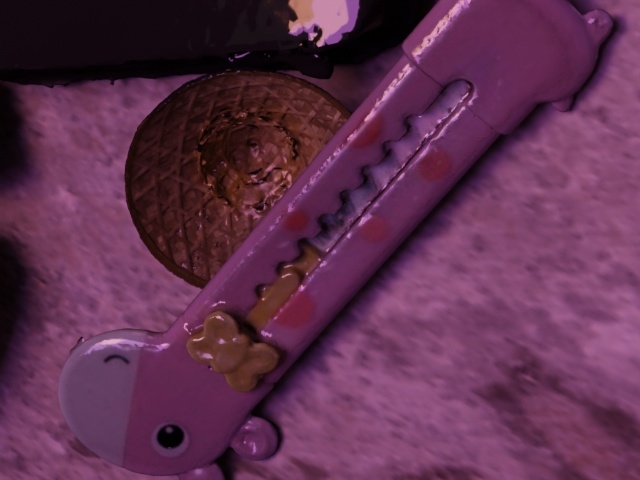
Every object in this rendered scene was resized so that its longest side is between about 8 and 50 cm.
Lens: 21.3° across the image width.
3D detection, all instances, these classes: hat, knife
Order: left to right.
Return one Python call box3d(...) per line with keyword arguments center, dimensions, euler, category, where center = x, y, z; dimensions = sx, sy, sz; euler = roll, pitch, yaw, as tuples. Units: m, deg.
box3d(center=(-0.040, -0.044, 0.994), dimensions=(0.146, 0.067, 0.146), euler=(-1, 118, -1), category="hat")
box3d(center=(0.000, 0.000, 0.953), dimensions=(0.132, 0.038, 0.398), euler=(38, 111, -11), category="knife")

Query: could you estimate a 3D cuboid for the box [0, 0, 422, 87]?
box3d(center=(-0.094, -0.266, 1.006), dimensions=(0.359, 0.091, 0.350), euler=(1, 90, 32), category="box")
